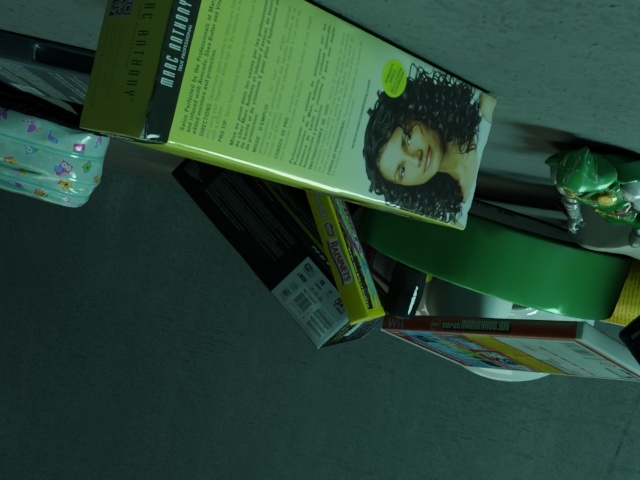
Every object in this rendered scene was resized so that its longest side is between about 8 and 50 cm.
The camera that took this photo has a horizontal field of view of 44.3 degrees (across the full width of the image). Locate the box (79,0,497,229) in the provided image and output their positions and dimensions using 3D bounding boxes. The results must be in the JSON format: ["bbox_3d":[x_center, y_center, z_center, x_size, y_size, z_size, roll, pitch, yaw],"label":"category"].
[{"bbox_3d":[-0.001,-0.068,0.412,0.232,0.087,0.058,11,-177,-44],"label":"box"}]

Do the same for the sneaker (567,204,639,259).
[{"bbox_3d":[0.363,0.001,0.789,0.212,0.080,0.094,25,-168,41],"label":"sneaker"}]

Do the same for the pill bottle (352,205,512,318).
[{"bbox_3d":[0.167,0.044,1.246,0.169,0.169,0.301,12,-166,-28],"label":"pill bottle"}]

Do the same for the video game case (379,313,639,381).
[{"bbox_3d":[0.246,0.135,0.998,0.285,0.025,0.204,-3,157,45],"label":"video game case"}]

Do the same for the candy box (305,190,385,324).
[{"bbox_3d":[0.021,-0.010,0.871,0.027,0.205,0.105,-20,172,10],"label":"candy box"}]

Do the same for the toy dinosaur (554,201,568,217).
[{"bbox_3d":[0.378,0.004,0.895,0.212,0.064,0.112,12,-179,3],"label":"toy dinosaur"}]

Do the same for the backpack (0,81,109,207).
[{"bbox_3d":[-0.320,-0.108,0.841,0.182,0.115,0.152,18,-167,-9],"label":"backpack"}]

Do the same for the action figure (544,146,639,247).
[{"bbox_3d":[0.241,-0.030,0.623,0.137,0.063,0.232,16,179,42],"label":"action figure"}]

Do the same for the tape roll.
[{"bbox_3d":[0.208,0.003,0.962,0.321,0.077,0.321,16,-171,-3],"label":"tape roll"}]

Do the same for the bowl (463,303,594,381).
[{"bbox_3d":[0.322,0.080,1.336,0.298,0.297,0.134,12,156,14],"label":"bowl"}]

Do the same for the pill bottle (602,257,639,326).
[{"bbox_3d":[0.461,0.060,1.166,0.246,0.136,0.136,12,180,26],"label":"pill bottle"}]

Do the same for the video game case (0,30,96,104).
[{"bbox_3d":[-0.164,-0.132,0.706,0.274,0.026,0.196,11,180,-4],"label":"video game case"}]

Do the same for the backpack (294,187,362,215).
[{"bbox_3d":[0.000,0.000,1.540,0.290,0.273,0.355,5,-165,-23],"label":"backpack"}]

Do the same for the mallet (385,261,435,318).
[{"bbox_3d":[0.127,0.053,0.960,0.039,0.062,0.190,21,-169,22],"label":"mallet"}]

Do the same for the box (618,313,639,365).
[{"bbox_3d":[0.545,0.177,0.863,0.294,0.182,0.296,8,-136,-38],"label":"box"}]

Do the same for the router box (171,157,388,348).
[{"bbox_3d":[-0.040,0.005,1.101,0.309,0.081,0.243,49,-171,13],"label":"router box"}]
